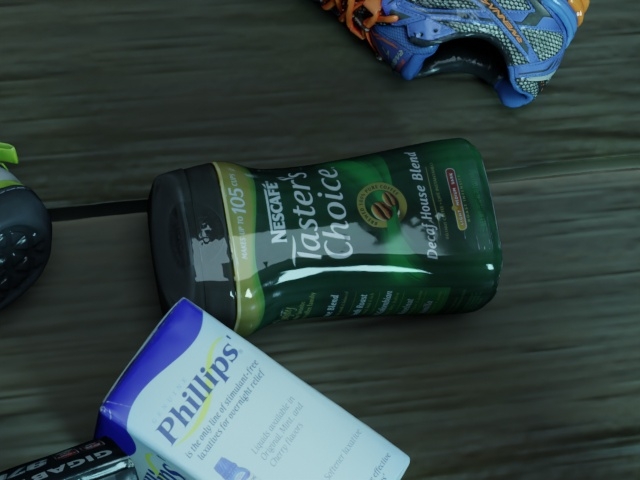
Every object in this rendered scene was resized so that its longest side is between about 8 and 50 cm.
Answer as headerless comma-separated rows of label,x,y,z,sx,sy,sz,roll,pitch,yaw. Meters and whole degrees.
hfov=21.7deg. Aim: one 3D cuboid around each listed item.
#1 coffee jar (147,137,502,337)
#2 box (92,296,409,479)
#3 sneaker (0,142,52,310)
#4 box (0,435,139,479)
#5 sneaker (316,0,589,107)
coffee jar,0.000,0.000,0.907,0.184,0.079,0.096,-7,73,-13
box,-0.040,0.109,0.836,0.137,0.126,0.072,35,70,3
sneaker,-0.248,0.028,0.862,0.235,0.084,0.097,-32,56,-21
box,-0.144,0.221,0.768,0.175,0.051,0.220,-18,103,-18
sneaker,0.046,-0.141,0.968,0.221,0.083,0.087,15,74,-4
